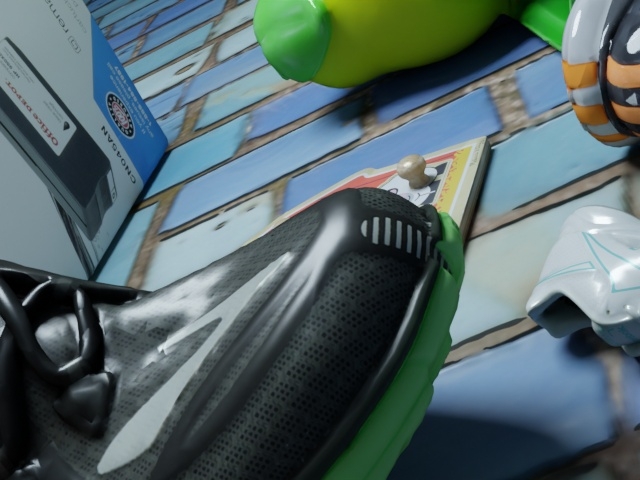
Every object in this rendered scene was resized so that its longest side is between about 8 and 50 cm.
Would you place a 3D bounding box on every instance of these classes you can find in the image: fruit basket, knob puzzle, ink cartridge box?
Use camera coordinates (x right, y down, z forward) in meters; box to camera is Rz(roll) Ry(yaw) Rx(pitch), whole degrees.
[{"bbox_3d":[0.109,-0.276,0.880,0.392,0.283,0.392,-9,23,4],"label":"fruit basket"},{"bbox_3d":[0.000,0.000,0.701,0.213,0.030,0.213,-25,24,12],"label":"knob puzzle"},{"bbox_3d":[-0.298,-0.077,0.886,0.166,0.285,0.395,-21,25,20],"label":"ink cartridge box"}]

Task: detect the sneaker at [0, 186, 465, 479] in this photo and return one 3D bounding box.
[{"bbox_3d":[-0.165,0.085,0.500,0.482,0.202,0.185,-22,25,19],"label":"sneaker"}]

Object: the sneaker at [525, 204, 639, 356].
[{"bbox_3d":[0.147,0.021,0.465,0.061,0.054,0.152,-51,23,-23],"label":"sneaker"}]

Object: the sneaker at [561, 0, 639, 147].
[{"bbox_3d":[0.277,-0.166,0.626,0.180,0.124,0.321,2,49,45],"label":"sneaker"}]
